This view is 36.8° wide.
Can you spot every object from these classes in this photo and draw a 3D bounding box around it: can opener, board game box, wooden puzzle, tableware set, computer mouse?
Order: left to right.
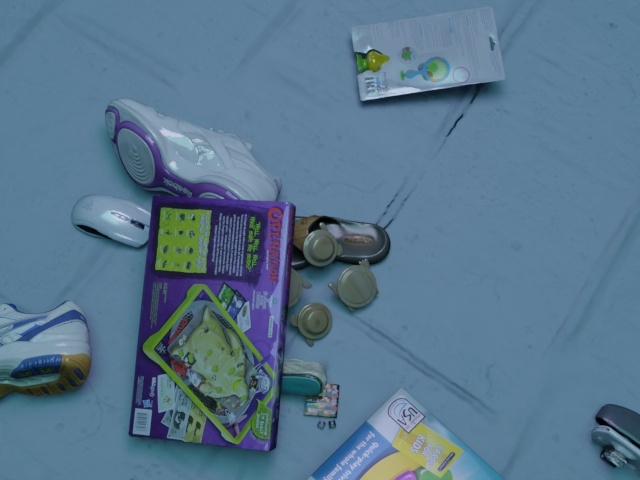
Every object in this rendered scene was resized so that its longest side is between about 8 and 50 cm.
[{"bbox_3d":[-0.293,-0.025,1.475,0.193,0.042,0.106,17,70,4],"label":"computer mouse"},{"bbox_3d":[-0.152,0.113,1.363,0.208,0.056,0.347,4,84,15],"label":"board game box"},{"bbox_3d":[-0.002,0.068,1.432,0.168,0.020,0.141,-40,104,-13],"label":"tableware set"},{"bbox_3d":[0.002,0.234,1.410,0.049,0.006,0.083,6,69,0],"label":"wooden puzzle"},{"bbox_3d":[0.143,0.400,1.278,0.336,0.079,0.254,40,67,21],"label":"board game box"},{"bbox_3d":[0.505,0.340,1.356,0.280,0.074,0.093,40,72,12],"label":"can opener"}]

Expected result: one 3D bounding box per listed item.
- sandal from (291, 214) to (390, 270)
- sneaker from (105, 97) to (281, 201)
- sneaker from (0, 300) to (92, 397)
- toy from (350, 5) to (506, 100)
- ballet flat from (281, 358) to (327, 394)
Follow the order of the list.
[{"bbox_3d":[0.000,0.000,1.469,0.219,0.060,0.090,2,69,-2],"label":"sandal"},{"bbox_3d":[-0.198,-0.126,1.495,0.305,0.114,0.152,36,43,9],"label":"sneaker"},{"bbox_3d":[-0.477,0.159,1.381,0.296,0.112,0.131,-4,52,-6],"label":"sneaker"},{"bbox_3d":[0.176,-0.302,1.593,0.237,0.056,0.137,-7,73,0],"label":"toy"},{"bbox_3d":[-0.073,0.194,1.404,0.168,0.057,0.052,7,35,3],"label":"ballet flat"}]
